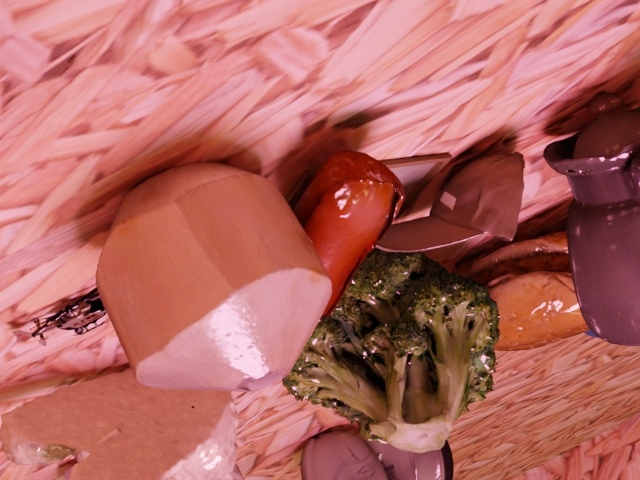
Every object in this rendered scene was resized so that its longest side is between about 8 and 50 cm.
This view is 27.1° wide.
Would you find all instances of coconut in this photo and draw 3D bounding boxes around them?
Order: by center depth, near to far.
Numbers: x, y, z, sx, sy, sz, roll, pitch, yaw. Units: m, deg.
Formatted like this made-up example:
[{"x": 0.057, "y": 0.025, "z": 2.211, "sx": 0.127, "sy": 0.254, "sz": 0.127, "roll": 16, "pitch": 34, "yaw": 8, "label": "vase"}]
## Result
[{"x": -0.104, "y": 0.050, "z": 1.315, "sx": 0.241, "sy": 0.241, "sz": 0.241, "roll": -21, "pitch": 159, "yaw": -8, "label": "coconut"}]

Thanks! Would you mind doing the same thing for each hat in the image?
[{"x": 0.145, "y": -0.047, "z": 1.562, "sx": 0.173, "sy": 0.144, "sz": 0.166, "roll": 11, "pitch": -179, "yaw": -3, "label": "hat"}]

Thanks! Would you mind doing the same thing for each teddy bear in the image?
[{"x": -0.230, "y": 0.349, "z": 1.757, "sx": 0.375, "sy": 0.327, "sz": 0.362, "roll": -27, "pitch": 139, "yaw": -46, "label": "teddy bear"}]

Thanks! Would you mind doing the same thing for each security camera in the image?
[{"x": 0.090, "y": 0.430, "z": 2.459, "sx": 0.277, "sy": 0.191, "sz": 0.197, "roll": -6, "pitch": 154, "yaw": -36, "label": "security camera"}]

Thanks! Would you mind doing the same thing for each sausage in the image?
[{"x": 0.000, "y": 0.000, "z": 1.451, "sx": 0.102, "sy": 0.102, "sz": 0.330, "roll": -14, "pitch": 158, "yaw": -24, "label": "sausage"}]

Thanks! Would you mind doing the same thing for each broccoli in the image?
[{"x": 0.100, "y": 0.154, "z": 1.730, "sx": 0.308, "sy": 0.275, "sz": 0.307, "roll": 0, "pitch": 133, "yaw": 0, "label": "broccoli"}]

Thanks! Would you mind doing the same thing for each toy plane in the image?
[{"x": -0.283, "y": 0.087, "z": 1.479, "sx": 0.121, "sy": 0.031, "sz": 0.049, "roll": -26, "pitch": 153, "yaw": 1, "label": "toy plane"}]

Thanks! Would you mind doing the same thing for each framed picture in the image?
[{"x": 0.039, "y": -0.051, "z": 1.517, "sx": 0.201, "sy": 0.010, "sz": 0.136, "roll": -9, "pitch": 154, "yaw": -34, "label": "framed picture"}]

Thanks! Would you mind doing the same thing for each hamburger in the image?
[{"x": 0.332, "y": 0.071, "z": 1.883, "sx": 0.283, "sy": 0.144, "sz": 0.260, "roll": -28, "pitch": 158, "yaw": 32, "label": "hamburger"}]

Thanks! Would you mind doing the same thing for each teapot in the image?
[{"x": 0.361, "y": -0.030, "z": 1.528, "sx": 0.223, "sy": 0.285, "sz": 0.305, "roll": -16, "pitch": -167, "yaw": 31, "label": "teapot"}]

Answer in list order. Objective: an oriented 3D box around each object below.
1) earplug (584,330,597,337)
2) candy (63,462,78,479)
[{"x": 0.465, "y": 0.084, "z": 2.131, "sx": 0.132, "sy": 0.132, "sz": 0.273, "roll": -22, "pitch": 162, "yaw": -5, "label": "earplug"}, {"x": -0.300, "y": 0.353, "z": 2.003, "sx": 0.160, "sy": 0.092, "sz": 0.073, "roll": -27, "pitch": 164, "yaw": 2, "label": "candy"}]
